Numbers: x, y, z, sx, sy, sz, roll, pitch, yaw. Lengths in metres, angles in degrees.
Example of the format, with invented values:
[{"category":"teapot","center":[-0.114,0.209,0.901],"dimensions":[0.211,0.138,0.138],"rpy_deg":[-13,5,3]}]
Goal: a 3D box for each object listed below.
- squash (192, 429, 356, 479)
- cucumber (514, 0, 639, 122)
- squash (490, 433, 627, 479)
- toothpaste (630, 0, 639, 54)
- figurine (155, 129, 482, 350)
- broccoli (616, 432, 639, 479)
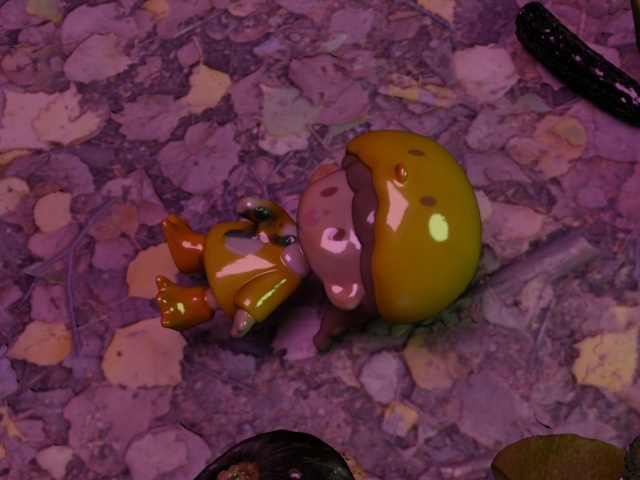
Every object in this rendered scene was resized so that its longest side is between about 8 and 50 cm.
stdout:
[{"category":"squash","center":[-0.052,0.274,1.632],"dimensions":[0.193,0.156,0.193],"rpy_deg":[-20,52,27]},{"category":"cucumber","center":[0.301,-0.196,1.918],"dimensions":[0.058,0.052,0.214],"rpy_deg":[-20,51,-35]},{"category":"squash","center":[0.216,0.295,1.544],"dimensions":[0.169,0.093,0.252],"rpy_deg":[0,42,19]},{"category":"toothpaste","center":[0.416,-0.143,1.815],"dimensions":[0.077,0.110,0.327],"rpy_deg":[-17,54,5]},{"category":"figurine","center":[0.000,0.000,1.789],"dimensions":[0.343,0.187,0.215],"rpy_deg":[-11,64,14]},{"category":"broccoli","center":[0.408,0.291,1.403],"dimensions":[0.413,0.310,0.321],"rpy_deg":[24,36,26]}]
